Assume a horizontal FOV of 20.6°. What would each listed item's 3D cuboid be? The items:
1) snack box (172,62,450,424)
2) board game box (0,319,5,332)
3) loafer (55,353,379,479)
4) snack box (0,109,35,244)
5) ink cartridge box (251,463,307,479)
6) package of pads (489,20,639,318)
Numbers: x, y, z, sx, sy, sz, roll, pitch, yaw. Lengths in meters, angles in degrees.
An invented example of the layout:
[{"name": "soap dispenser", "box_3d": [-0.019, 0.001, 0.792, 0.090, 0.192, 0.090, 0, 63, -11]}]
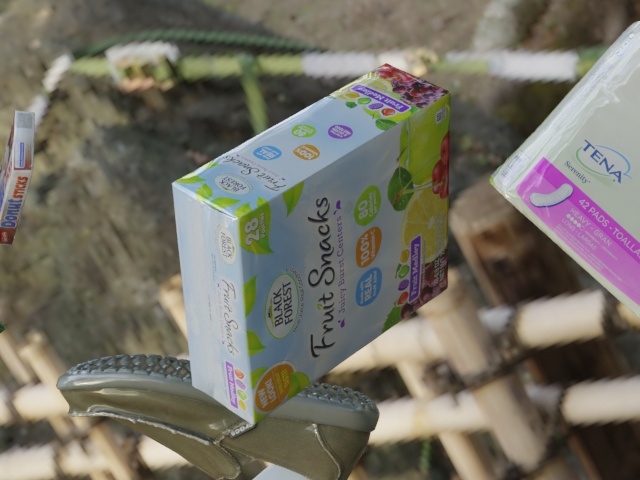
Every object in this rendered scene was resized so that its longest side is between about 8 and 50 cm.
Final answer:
[{"name": "snack box", "box_3d": [0.000, 0.000, 1.214, 0.070, 0.174, 0.207, 29, 47, 36]}, {"name": "board game box", "box_3d": [-0.584, 0.120, 2.234, 0.317, 0.213, 0.046, -36, -21, -1]}, {"name": "loafer", "box_3d": [-0.083, 0.145, 1.363, 0.251, 0.087, 0.094, 9, 5, 1]}, {"name": "snack box", "box_3d": [-0.298, -0.058, 1.711, 0.022, 0.064, 0.178, 3, -24, -15]}, {"name": "ink cartridge box", "box_3d": [-0.087, 0.372, 2.054, 0.237, 0.172, 0.100, -38, 71, -25]}, {"name": "package of pads", "box_3d": [0.349, -0.043, 1.723, 0.229, 0.296, 0.101, -49, 7, 5]}]
